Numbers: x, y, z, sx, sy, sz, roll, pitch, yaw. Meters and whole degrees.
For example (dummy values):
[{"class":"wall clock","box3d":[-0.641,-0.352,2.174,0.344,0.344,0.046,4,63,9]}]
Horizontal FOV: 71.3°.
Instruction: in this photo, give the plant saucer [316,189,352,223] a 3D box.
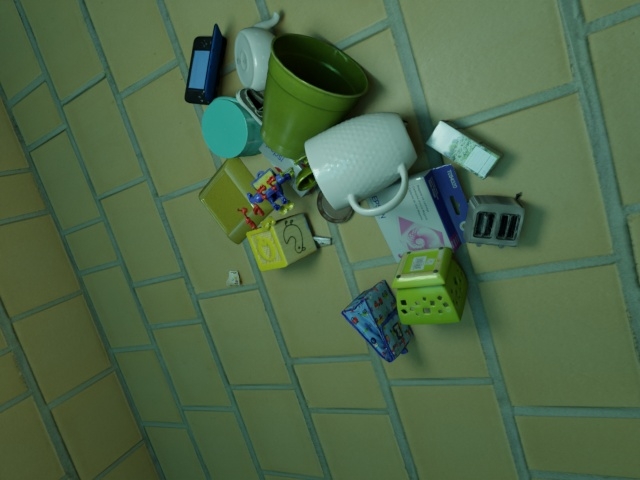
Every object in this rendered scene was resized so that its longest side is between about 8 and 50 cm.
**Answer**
[{"class":"plant saucer","box3d":[0.063,-0.154,1.868,0.169,0.029,0.168,10,112,27]}]

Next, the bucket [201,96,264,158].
[{"class":"bucket","box3d":[-0.355,-0.482,1.903,0.282,0.183,0.280,9,111,25]}]

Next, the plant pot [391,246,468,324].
[{"class":"plant pot","box3d":[0.393,0.157,1.634,0.227,0.228,0.207,-9,121,31]}]

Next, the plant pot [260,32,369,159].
[{"class":"plant pot","box3d":[-0.063,-0.503,1.659,0.366,0.366,0.353,43,134,11]}]

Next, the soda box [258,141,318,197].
[{"class":"soda box","box3d":[-0.124,-0.321,1.880,0.286,0.091,0.098,49,124,7]}]

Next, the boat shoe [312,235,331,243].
[{"class":"boat shoe","box3d":[0.000,0.000,1.955,0.100,0.035,0.035,7,107,21]}]

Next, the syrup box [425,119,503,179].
[{"class":"syrup box","box3d":[0.491,-0.314,1.528,0.237,0.096,0.093,37,119,15]}]

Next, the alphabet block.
[{"class":"alphabet block","box3d":[-0.168,0.007,1.935,0.194,0.197,0.192,-16,98,45]}]

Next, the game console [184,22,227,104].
[{"class":"game console","box3d":[-0.502,-0.733,1.867,0.251,0.173,0.292,14,95,26]}]

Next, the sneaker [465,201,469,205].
[{"class":"sneaker","box3d":[0.565,-0.106,1.591,0.098,0.038,0.069,5,108,29]}]

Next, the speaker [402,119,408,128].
[{"class":"speaker","box3d":[0.278,-0.378,1.653,0.055,0.055,0.136,24,117,21]}]

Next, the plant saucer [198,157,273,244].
[{"class":"plant saucer","box3d":[-0.424,-0.184,2.107,0.333,0.081,0.332,-41,84,33]}]

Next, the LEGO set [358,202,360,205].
[{"class":"LEGO set","box3d":[0.161,-0.228,1.748,0.087,0.093,0.227,10,111,27]}]

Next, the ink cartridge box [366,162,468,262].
[{"class":"ink cartridge box","box3d":[0.373,-0.086,1.644,0.330,0.071,0.323,-15,114,34]}]

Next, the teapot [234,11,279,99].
[{"class":"teapot","box3d":[-0.215,-0.707,1.755,0.252,0.187,0.256,66,153,18]}]

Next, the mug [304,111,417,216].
[{"class":"mug","box3d":[0.164,-0.252,1.528,0.328,0.276,0.373,-24,61,14]}]

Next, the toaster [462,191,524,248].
[{"class":"toaster","box3d":[0.590,-0.070,1.520,0.168,0.110,0.185,5,113,5]}]

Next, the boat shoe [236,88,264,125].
[{"class":"boat shoe","box3d":[-0.238,-0.524,1.782,0.070,0.219,0.077,5,71,43]}]

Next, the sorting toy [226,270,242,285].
[{"class":"sorting toy","box3d":[-0.437,0.190,2.267,0.083,0.045,0.075,-5,97,31]}]

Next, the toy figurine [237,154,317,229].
[{"class":"toy figurine","box3d":[-0.194,-0.240,1.773,0.363,0.191,0.217,-40,51,5]}]

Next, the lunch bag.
[{"class":"lunch bag","box3d":[0.254,0.342,1.812,0.138,0.221,0.293,-36,87,34]}]
